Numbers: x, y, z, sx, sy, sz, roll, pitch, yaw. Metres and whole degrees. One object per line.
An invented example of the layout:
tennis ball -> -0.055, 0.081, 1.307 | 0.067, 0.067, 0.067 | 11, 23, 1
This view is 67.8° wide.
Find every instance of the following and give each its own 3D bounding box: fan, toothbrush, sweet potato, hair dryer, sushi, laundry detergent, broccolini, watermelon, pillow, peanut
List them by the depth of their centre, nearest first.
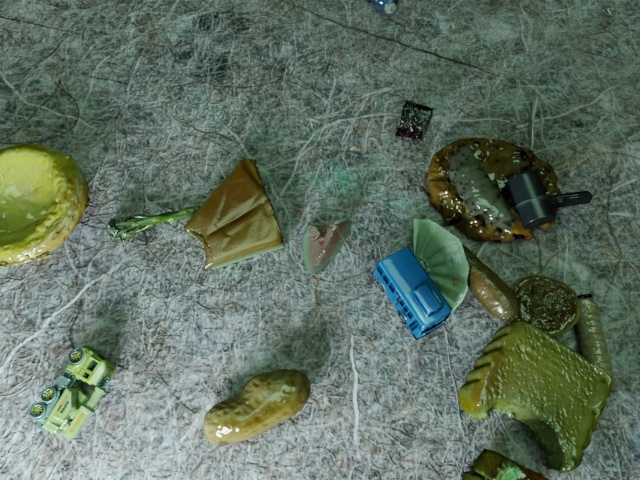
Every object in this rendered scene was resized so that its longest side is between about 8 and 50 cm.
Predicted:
peanut -> -0.126, 0.328, 0.948 | 0.226, 0.095, 0.108 | -28, 56, -10
fan -> 0.270, 0.053, 1.095 | 0.131, 0.009, 0.240 | -20, 76, 21
sweet potato -> 0.355, 0.075, 1.095 | 0.075, 0.075, 0.273 | -33, 69, -16
hair dryer -> 0.548, -0.103, 1.105 | 0.219, 0.071, 0.124 | -6, 71, -13
watermelon -> 0.000, 0.008, 1.105 | 0.101, 0.080, 0.155 | 16, 83, 13
broccolini -> -0.383, -0.037, 1.108 | 0.216, 0.067, 0.058 | -11, 72, -18
pillow -> 0.357, -0.121, 1.109 | 0.093, 0.051, 0.241 | -19, 69, -12
sushi -> 0.245, -0.311, 1.245 | 0.084, 0.098, 0.094 | 15, 86, 6
toothbrush -> 0.578, -0.310, 1.298 | 0.022, 0.017, 0.204 | 24, 67, -15
laundry detergent -> 0.175, -0.762, 1.434 | 0.097, 0.061, 0.206 | -20, 70, -14

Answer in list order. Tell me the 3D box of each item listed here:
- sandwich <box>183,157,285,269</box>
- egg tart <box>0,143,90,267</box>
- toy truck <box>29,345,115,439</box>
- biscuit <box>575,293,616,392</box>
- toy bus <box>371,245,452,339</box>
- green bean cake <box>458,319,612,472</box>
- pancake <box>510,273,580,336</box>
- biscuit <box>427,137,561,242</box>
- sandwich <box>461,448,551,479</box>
sandwich -> -0.218, -0.066, 1.120 | 0.212, 0.063, 0.245 | -18, 69, -9
egg tart -> -0.663, -0.073, 1.063 | 0.315, 0.120, 0.315 | 1, 66, -3
toy truck -> -0.478, 0.304, 0.942 | 0.100, 0.077, 0.169 | 26, 67, 10
biscuit -> 0.602, 0.224, 1.055 | 0.055, 0.061, 0.219 | -20, 60, 36
toy bus -> 0.202, 0.115, 1.049 | 0.090, 0.106, 0.184 | -28, 72, -17
green bean cake -> 0.428, 0.314, 0.972 | 0.236, 0.124, 0.233 | 35, 69, 10
pancake -> 0.505, 0.146, 1.086 | 0.158, 0.028, 0.158 | -5, 65, 12
biscuit -> 0.434, -0.135, 1.184 | 0.334, 0.081, 0.289 | 10, 66, 2
sandwich -> 0.352, 0.462, 0.876 | 0.160, 0.185, 0.109 | 24, 76, 9
